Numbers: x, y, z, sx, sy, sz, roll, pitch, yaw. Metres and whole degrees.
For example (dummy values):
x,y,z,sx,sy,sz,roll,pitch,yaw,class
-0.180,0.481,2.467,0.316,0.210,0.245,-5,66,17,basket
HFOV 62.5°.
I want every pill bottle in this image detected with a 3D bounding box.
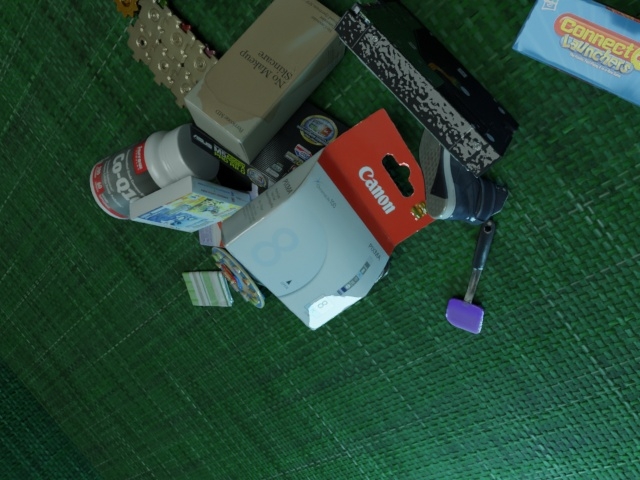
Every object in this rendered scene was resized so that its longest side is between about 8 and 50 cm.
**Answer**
x,y,z,sx,sy,sz,roll,pitch,yaw,class
-0.392,-0.163,1.250,0.283,0.161,0.161,-18,105,28,pill bottle

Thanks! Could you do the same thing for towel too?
x,y,z,sx,sy,sz,roll,pitch,yaw,class
-0.329,0.139,1.539,0.152,0.023,0.113,-2,110,31,towel

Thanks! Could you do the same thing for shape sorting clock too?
x,y,z,sx,sy,sz,roll,pitch,yaw,class
-0.221,0.099,1.397,0.206,0.040,0.206,45,162,19,shape sorting clock

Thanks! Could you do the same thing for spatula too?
x,y,z,sx,sy,sz,roll,pitch,yaw,class
0.336,0.083,1.153,0.084,0.030,0.296,18,121,22,spatula

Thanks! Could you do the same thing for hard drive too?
x,y,z,sx,sy,sz,roll,pitch,yaw,class
0.197,-0.278,0.923,0.339,0.237,0.064,46,125,-1,hard drive

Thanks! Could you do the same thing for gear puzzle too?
x,y,z,sx,sy,sz,roll,pitch,yaw,class
-0.374,-0.475,1.248,0.339,0.044,0.175,47,127,3,gear puzzle

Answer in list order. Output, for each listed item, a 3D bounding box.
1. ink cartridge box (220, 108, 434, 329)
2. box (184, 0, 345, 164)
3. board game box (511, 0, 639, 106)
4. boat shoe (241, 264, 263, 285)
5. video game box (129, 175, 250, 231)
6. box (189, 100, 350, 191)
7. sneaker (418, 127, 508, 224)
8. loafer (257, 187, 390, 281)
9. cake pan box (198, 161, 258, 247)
x,y,z,sx,sy,sz,roll,pitch,yaw,class
0.047,-0.024,1.049,0.385,0.091,0.308,-34,126,8,ink cartridge box
-0.100,-0.318,1.018,0.148,0.311,0.121,37,170,6,box
0.448,-0.267,0.753,0.302,0.308,0.086,30,123,11,board game box
-0.104,0.094,1.370,0.227,0.079,0.081,19,141,22,boat shoe
-0.299,-0.078,1.216,0.205,0.187,0.048,-18,75,31,video game box
-0.105,-0.223,1.121,0.270,0.216,0.060,35,153,9,box
0.284,-0.139,1.044,0.086,0.163,0.226,151,123,-60,sneaker
0.000,0.000,1.185,0.366,0.130,0.134,35,123,-15,loafer
-0.194,-0.109,1.298,0.245,0.070,0.267,8,108,23,cake pan box
